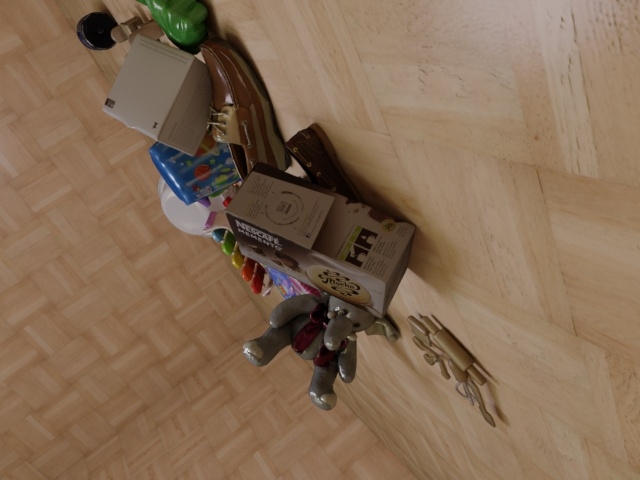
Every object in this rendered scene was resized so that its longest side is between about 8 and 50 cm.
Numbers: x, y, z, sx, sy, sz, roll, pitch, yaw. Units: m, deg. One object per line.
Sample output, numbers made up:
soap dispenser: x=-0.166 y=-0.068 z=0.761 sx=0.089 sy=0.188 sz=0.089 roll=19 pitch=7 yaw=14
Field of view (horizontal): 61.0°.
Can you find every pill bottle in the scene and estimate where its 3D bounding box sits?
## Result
pill bottle: x=-0.783 y=-0.728 z=1.901 sx=0.219 sy=0.123 sz=0.122 roll=30 pitch=153 yaw=56

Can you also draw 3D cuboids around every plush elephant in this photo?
plush elephant: x=0.032 y=0.209 z=1.317 sx=0.272 sy=0.330 sz=0.255 roll=42 pitch=144 yaw=-5

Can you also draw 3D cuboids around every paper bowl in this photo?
paper bowl: x=-0.427 y=-0.132 z=1.862 sx=0.284 sy=0.148 sz=0.284 roll=14 pitch=133 yaw=15

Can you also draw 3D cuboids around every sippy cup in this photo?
sippy cup: x=-0.286 y=-0.212 z=1.341 sx=0.240 sy=0.224 sz=0.305 roll=36 pitch=158 yaw=51

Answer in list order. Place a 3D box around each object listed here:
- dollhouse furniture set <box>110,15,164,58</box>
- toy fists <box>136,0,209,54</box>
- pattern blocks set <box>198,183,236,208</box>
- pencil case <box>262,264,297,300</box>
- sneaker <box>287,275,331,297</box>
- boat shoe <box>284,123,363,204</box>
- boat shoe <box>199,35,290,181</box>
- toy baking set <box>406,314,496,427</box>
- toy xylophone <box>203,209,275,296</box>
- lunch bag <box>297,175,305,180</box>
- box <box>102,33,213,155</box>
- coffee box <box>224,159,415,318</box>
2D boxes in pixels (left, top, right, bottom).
dollhouse furniture set: x=-0.499 y=-0.477 z=1.515 sx=0.212 sy=0.161 sz=0.242 roll=36 pitch=157 yaw=50
toy fists: x=-0.318 y=-0.495 z=1.053 sx=0.279 sy=0.096 sz=0.142 roll=50 pitch=178 yaw=8
pattern blocks set: x=-0.344 y=-0.213 z=1.583 sx=0.285 sy=0.026 sz=0.324 roll=23 pitch=-143 yaw=-44
pencil case: x=-0.115 y=0.067 z=1.657 sx=0.306 sy=0.119 sz=0.133 roll=55 pitch=166 yaw=-5
sneaker: x=-0.050 y=0.105 z=1.542 sx=0.252 sy=0.103 sz=0.111 roll=56 pitch=153 yaw=-6
boat shoe: x=0.009 y=-0.104 z=0.977 sx=0.207 sy=0.073 sz=0.073 roll=57 pitch=162 yaw=-17
boat shoe: x=-0.165 y=-0.242 z=1.102 sx=0.122 sy=0.120 sz=0.324 roll=38 pitch=159 yaw=46
toy baking set: x=0.267 y=0.251 z=1.080 sx=0.256 sy=0.030 sz=0.196 roll=47 pitch=167 yaw=26
toy xylophone: x=-0.235 y=0.020 z=1.765 sx=0.322 sy=0.081 sz=0.236 roll=54 pitch=-162 yaw=-16
lunch bag: x=-0.014 y=-0.026 z=1.164 sx=0.219 sy=0.090 sz=0.176 roll=55 pitch=179 yaw=-3
box: x=-0.320 y=-0.299 z=1.125 sx=0.181 sy=0.181 sz=0.119 roll=29 pitch=-175 yaw=27
coffee box: x=0.000 y=0.000 z=0.946 sx=0.297 sy=0.118 sz=0.168 roll=24 pitch=157 yaw=15
